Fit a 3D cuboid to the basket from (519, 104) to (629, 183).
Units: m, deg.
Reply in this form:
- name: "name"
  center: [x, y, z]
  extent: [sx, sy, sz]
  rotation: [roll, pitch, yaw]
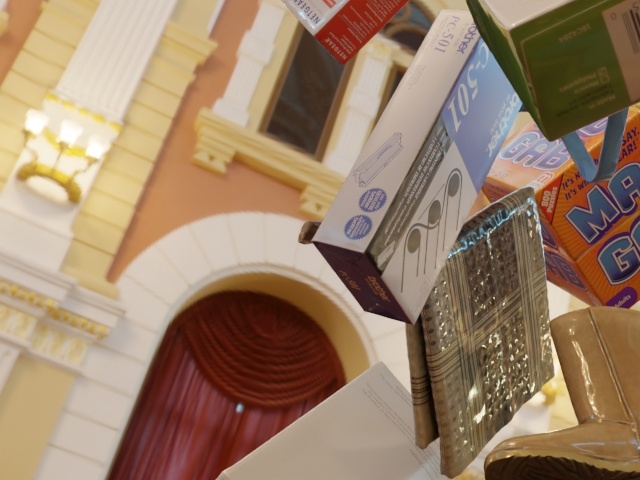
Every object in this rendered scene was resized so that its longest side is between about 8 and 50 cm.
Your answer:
- name: "basket"
  center: [0.312, -0.245, 1.106]
  extent: [0.201, 0.289, 0.254]
  rotation: [-10, -46, -11]

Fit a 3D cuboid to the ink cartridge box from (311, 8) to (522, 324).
- name: "ink cartridge box"
  center: [0.076, -0.054, 0.631]
  extent: [0.046, 0.207, 0.097]
  rotation: [13, -26, 34]

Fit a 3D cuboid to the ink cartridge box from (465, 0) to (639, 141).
- name: "ink cartridge box"
  center: [0.132, -0.142, 0.469]
  extent: [0.109, 0.209, 0.062]
  rotation: [-24, -59, 10]

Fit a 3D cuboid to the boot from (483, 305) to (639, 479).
- name: "boot"
  center: [0.294, 0.182, 1.024]
  extent: [0.236, 0.269, 0.089]
  rotation: [7, -55, 0]

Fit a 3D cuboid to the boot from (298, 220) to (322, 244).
- name: "boot"
  center: [0.000, 0.000, 1.506]
  extent: [0.114, 0.037, 0.106]
  rotation: [-10, -36, -40]

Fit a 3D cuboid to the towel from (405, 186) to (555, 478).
- name: "towel"
  center: [0.221, 0.120, 1.232]
  extent: [0.056, 0.312, 0.324]
  rotation: [6, -64, 41]

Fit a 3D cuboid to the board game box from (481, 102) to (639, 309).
- name: "board game box"
  center: [0.631, -0.105, 2.047]
  extent: [0.356, 0.357, 0.356]
  rotation: [52, -2, -18]

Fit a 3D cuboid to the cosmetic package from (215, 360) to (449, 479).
- name: "cosmetic package"
  center: [0.017, 0.363, 1.308]
  extent: [0.217, 0.385, 0.156]
  rotation: [50, -49, 15]

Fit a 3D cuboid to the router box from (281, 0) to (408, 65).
- name: "router box"
  center: [0.049, -0.476, 1.390]
  extent: [0.301, 0.335, 0.082]
  rotation: [-43, -43, 11]
